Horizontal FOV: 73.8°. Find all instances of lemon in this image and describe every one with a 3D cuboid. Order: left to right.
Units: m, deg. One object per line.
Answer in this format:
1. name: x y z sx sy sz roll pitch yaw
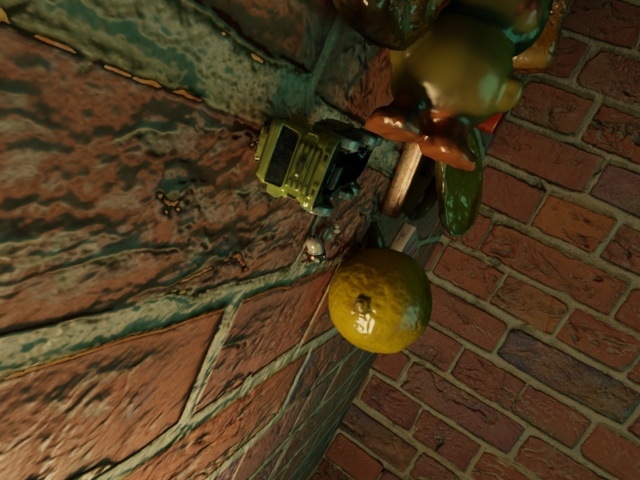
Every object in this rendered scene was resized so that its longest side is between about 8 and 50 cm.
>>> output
1. lemon: 0.139 0.137 0.995 0.267 0.267 0.267 -50 158 -28

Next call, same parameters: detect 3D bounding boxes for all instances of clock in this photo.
1. clock: 0.404 -0.353 1.102 0.061 0.155 0.113 -13 130 -53

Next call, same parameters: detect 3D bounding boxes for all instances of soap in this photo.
1. soap: 0.284 -0.131 1.232 0.233 0.076 0.134 -9 125 -65
2. soap: 0.411 -0.201 1.240 0.427 0.115 0.305 -51 127 -58

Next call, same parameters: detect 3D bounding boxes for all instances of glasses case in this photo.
1. glasses case: 0.209 -0.162 1.036 0.075 0.049 0.218 -47 158 -51

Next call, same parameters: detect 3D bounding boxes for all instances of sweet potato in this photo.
1. sweet potato: 0.125 0.061 1.140 0.069 0.059 0.249 -10 133 -41

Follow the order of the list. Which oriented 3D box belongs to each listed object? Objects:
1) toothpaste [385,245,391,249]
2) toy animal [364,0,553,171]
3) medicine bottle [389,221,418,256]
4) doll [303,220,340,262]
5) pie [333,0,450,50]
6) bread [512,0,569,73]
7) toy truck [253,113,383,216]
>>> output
1. toothpaste: 0.146 0.121 1.284 0.099 0.068 0.282 -9 143 -29
2. toy animal: 0.216 -0.291 0.672 0.191 0.216 0.338 -124 -121 -81
3. medicine bottle: 0.282 0.040 1.513 0.171 0.052 0.201 -57 159 -7
4. doll: 0.002 0.003 0.773 0.085 0.040 0.058 -39 141 -46
5. pie: 0.100 -0.344 0.445 0.308 0.086 0.308 -44 152 -31
6. bread: 0.458 -0.517 0.977 0.195 0.176 0.246 -39 139 -69
7. toy truck: -0.007 -0.100 0.487 0.085 0.116 0.191 -68 169 22
